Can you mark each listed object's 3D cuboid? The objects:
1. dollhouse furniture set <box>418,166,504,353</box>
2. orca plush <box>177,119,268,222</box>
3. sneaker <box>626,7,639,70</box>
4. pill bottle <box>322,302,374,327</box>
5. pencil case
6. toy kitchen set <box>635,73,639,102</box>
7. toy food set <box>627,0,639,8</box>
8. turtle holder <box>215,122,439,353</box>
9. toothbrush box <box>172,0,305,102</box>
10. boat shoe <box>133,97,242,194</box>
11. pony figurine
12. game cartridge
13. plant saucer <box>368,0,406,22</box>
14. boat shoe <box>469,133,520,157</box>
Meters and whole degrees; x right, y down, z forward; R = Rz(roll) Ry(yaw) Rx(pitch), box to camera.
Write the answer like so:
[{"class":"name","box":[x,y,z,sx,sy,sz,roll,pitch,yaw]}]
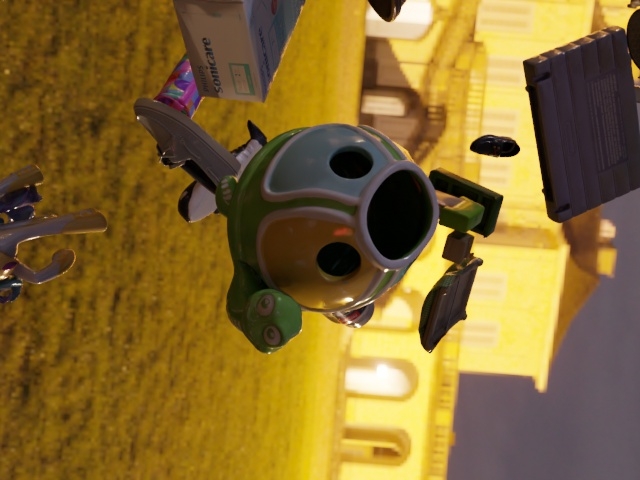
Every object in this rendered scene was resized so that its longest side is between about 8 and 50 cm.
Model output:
[{"class":"dollhouse furniture set","box":[0.223,0.037,2.013,0.198,0.151,0.301,-29,137,-54]},{"class":"orca plush","box":[-0.250,-0.167,2.370,0.287,0.102,0.151,-57,155,-11]},{"class":"sneaker","box":[0.677,-0.341,1.921,0.086,0.163,0.226,-35,-102,49]},{"class":"pill bottle","box":[0.039,0.110,2.066,0.180,0.108,0.107,43,45,-52]},{"class":"pencil case","box":[-0.296,-0.340,2.264,0.236,0.105,0.104,-70,169,-46]},{"class":"toy kitchen set","box":[0.671,-0.331,2.179,0.083,0.075,0.068,-145,-118,-64]},{"class":"toy food set","box":[0.577,-0.409,1.749,0.122,0.078,0.019,30,66,-85]},{"class":"turtle holder","box":[0.001,-0.020,1.285,0.227,0.320,0.243,1,-75,50]},{"class":"toothbrush box","box":[-0.127,-0.412,1.720,0.216,0.126,0.295,81,23,-49]},{"class":"boat shoe","box":[-0.238,-0.158,1.773,0.079,0.227,0.081,-9,-131,55]},{"class":"pony figurine","box":[-0.620,-0.017,1.793,0.363,0.351,0.302,-28,142,-44]},{"class":"game cartridge","box":[0.539,-0.234,2.070,0.068,0.230,0.354,34,-36,57]},{"class":"plant saucer","box":[0.078,-0.494,1.674,0.278,0.041,0.277,156,-90,-86]},{"class":"boat shoe","box":[0.404,-0.216,2.356,0.042,0.133,0.048,53,-45,43]}]
